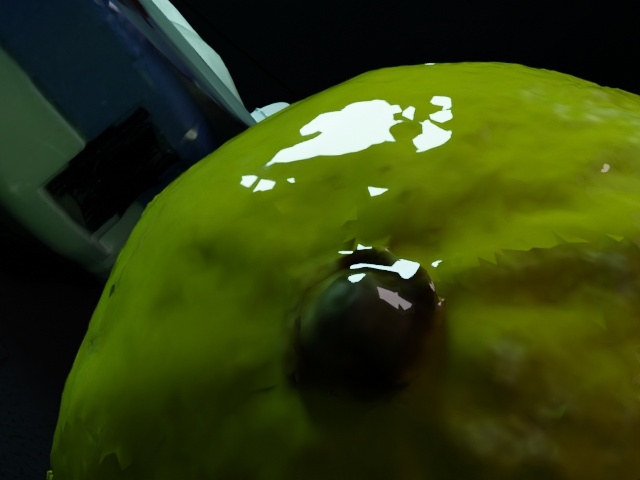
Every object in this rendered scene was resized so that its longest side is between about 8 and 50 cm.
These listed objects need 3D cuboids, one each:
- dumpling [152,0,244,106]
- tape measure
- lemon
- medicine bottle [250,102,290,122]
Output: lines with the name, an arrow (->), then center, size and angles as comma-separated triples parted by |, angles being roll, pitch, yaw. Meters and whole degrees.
dumpling -> -0.137, -0.106, 1.312 | 0.151, 0.124, 0.229 | -24, 77, -45
tape measure -> -0.172, -0.110, 0.842 | 0.259, 0.138, 0.262 | 48, 5, 6
lemon -> 0.058, 0.085, 0.510 | 0.297, 0.297, 0.297 | 48, 5, -5
medicine bottle -> 0.000, 0.000, 1.484 | 0.252, 0.144, 0.144 | 47, 4, 13
